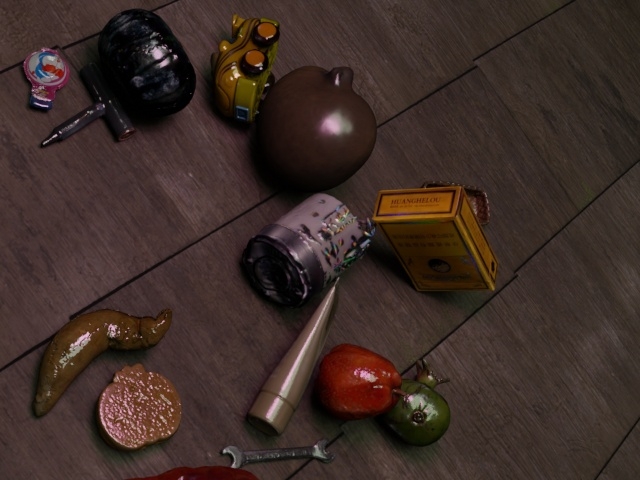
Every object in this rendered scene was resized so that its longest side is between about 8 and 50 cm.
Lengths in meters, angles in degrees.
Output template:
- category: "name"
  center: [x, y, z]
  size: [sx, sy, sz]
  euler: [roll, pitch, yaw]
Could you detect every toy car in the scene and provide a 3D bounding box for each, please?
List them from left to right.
- category: "toy car"
  center: [-0.175, -0.389, 2.050]
  size: [0.142, 0.200, 0.248]
  euler: [16, 60, 2]

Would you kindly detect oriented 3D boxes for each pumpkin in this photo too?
- category: "pumpkin"
  center: [-0.358, -0.366, 1.912]
  size: [0.163, 0.233, 0.233]
  euler: [-35, 89, -9]

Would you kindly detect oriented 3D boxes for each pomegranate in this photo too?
- category: "pomegranate"
  center: [0.217, 0.348, 1.994]
  size: [0.152, 0.131, 0.191]
  euler: [42, 49, -4]

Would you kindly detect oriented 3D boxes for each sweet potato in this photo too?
- category: "sweet potato"
  center: [-0.424, 0.196, 1.726]
  size: [0.310, 0.098, 0.124]
  euler: [-31, 79, -25]

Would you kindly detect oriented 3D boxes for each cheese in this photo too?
- category: "cheese"
  center: [-0.567, -0.335, 1.892]
  size: [0.095, 0.038, 0.145]
  euler: [12, 64, -24]

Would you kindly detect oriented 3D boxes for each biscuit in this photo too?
- category: "biscuit"
  center: [-0.350, 0.318, 1.744]
  size: [0.170, 0.050, 0.170]
  euler: [16, 55, -24]

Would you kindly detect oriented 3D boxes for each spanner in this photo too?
- category: "spanner"
  center: [-0.082, 0.434, 1.862]
  size: [0.255, 0.015, 0.054]
  euler: [2, 67, -28]

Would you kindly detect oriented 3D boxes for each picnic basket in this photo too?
- category: "picnic basket"
  center: [0.326, -0.085, 2.269]
  size: [0.193, 0.055, 0.110]
  euler: [8, 68, -26]

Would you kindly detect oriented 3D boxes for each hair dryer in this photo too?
- category: "hair dryer"
  center: [-0.506, -0.265, 1.898]
  size: [0.195, 0.050, 0.173]
  euler: [-26, 81, -30]

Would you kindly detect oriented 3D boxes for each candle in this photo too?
- category: "candle"
  center: [0.000, 0.000, 1.984]
  size: [0.330, 0.187, 0.187]
  euler: [-37, 90, -36]

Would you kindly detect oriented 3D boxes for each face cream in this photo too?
- category: "face cream"
  center: [-0.038, 0.241, 1.910]
  size: [0.084, 0.137, 0.341]
  euler: [23, 60, 15]

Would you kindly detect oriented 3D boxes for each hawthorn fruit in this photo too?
- category: "hawthorn fruit"
  center: [0.076, 0.300, 1.906]
  size: [0.179, 0.173, 0.173]
  euler: [17, 62, -6]

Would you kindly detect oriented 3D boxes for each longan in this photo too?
- category: "longan"
  center: [-0.013, -0.245, 2.000]
  size: [0.243, 0.300, 0.300]
  euler: [-8, 74, -47]

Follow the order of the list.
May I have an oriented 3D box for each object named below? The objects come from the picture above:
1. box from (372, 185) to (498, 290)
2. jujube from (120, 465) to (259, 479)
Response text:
- category: "box"
  center: [0.260, 0.004, 2.030]
  size: [0.301, 0.193, 0.084]
  euler: [54, 44, -47]
- category: "jujube"
  center: [-0.252, 0.505, 1.645]
  size: [0.342, 0.216, 0.216]
  euler: [1, 69, -15]
